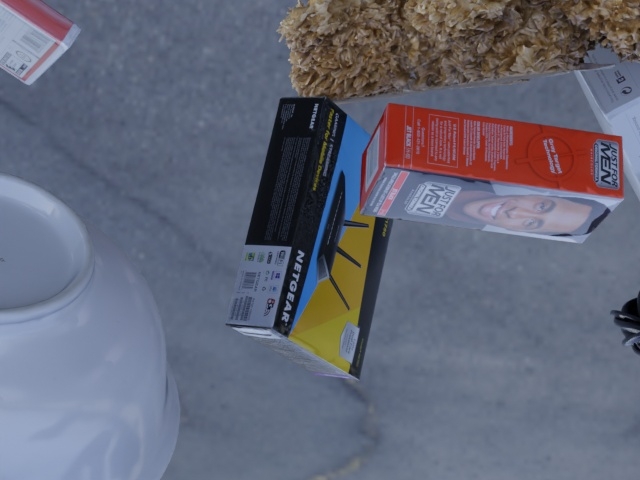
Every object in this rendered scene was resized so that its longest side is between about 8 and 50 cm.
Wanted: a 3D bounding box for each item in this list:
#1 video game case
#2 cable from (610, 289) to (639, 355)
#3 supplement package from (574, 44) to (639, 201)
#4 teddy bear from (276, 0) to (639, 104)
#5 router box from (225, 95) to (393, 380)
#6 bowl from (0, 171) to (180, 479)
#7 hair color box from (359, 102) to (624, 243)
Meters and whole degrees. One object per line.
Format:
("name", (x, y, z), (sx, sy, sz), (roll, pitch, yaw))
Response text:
("video game case", (-0.360, -0.244, 1.321), (0.285, 0.025, 0.204), (34, 165, -16))
("cable", (0.320, 0.050, 1.160), (0.184, 0.150, 0.047), (-1, 125, 32))
("supplement package", (0.321, -0.118, 1.289), (0.145, 0.204, 0.262), (-27, 133, 10))
("teddy bear", (0.140, -0.171, 1.068), (0.338, 0.113, 0.245), (-4, -178, 38))
("router box", (0.000, 0.000, 1.094), (0.046, 0.179, 0.133), (3, 162, 32))
("bowl", (-0.222, 0.047, 0.919), (0.297, 0.298, 0.134), (11, 126, -10))
("hair color box", (0.099, -0.038, 0.859), (0.141, 0.043, 0.072), (6, 157, -8))
